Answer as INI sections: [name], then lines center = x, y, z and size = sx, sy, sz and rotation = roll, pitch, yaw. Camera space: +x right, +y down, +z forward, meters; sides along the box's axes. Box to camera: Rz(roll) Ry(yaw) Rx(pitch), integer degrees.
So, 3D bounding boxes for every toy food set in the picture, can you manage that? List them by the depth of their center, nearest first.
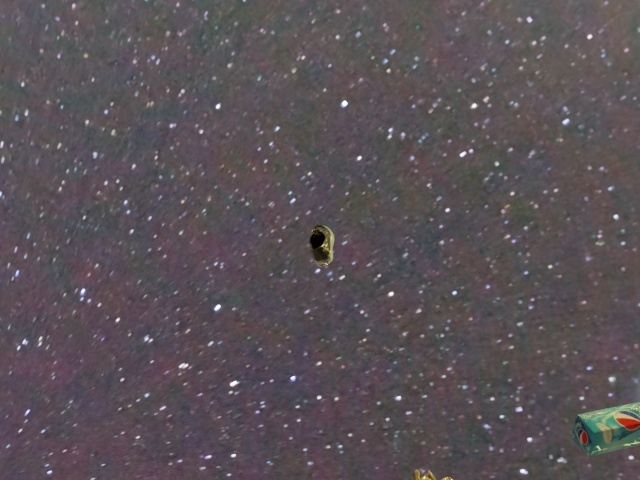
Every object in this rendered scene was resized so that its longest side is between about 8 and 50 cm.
[toy food set]
center = 0.149, 0.338, 0.945
size = 0.122, 0.019, 0.078
rotation = 37, -138, -40

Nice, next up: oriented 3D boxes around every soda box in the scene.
[soda box]
center = 0.687, 0.429, 1.695
size = 0.210, 0.067, 0.071
rotation = -6, -62, -19

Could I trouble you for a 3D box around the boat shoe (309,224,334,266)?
[boat shoe]
center = 0.000, 0.000, 1.458
size = 0.142, 0.049, 0.040
rotation = -99, -16, -62
